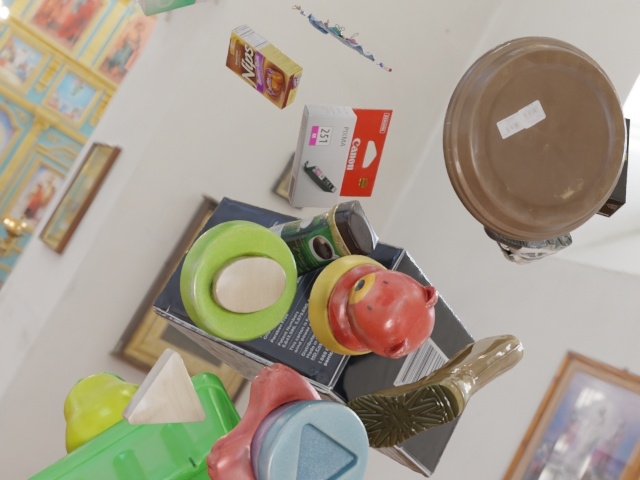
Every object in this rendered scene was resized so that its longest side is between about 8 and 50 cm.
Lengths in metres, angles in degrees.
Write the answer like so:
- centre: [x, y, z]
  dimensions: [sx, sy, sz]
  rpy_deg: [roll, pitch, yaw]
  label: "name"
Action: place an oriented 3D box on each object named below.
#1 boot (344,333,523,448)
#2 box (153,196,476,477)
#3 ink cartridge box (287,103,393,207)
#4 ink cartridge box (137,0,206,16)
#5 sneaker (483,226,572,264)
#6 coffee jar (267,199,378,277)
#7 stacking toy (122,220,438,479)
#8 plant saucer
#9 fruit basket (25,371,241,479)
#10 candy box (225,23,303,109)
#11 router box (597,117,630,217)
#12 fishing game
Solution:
- centre: [0.193, 0.248, 1.327]
  dimensions: [0.236, 0.089, 0.270]
  rpy_deg: [-19, 1, 34]
  label: "boot"
- centre: [0.012, 0.193, 1.607]
  dimensions: [0.472, 0.297, 0.480]
  rpy_deg: [16, -22, 38]
  label: "box"
- centre: [0.054, -0.210, 2.028]
  dimensions: [0.239, 0.275, 0.060]
  rpy_deg: [0, 36, -17]
  label: "ink cartridge box"
- centre: [-0.253, -0.536, 1.464]
  dimensions: [0.056, 0.181, 0.224]
  rpy_deg: [58, -24, 24]
  label: "ink cartridge box"
- centre: [0.530, 0.010, 2.128]
  dimensions: [0.331, 0.122, 0.146]
  rpy_deg: [9, -39, -39]
  label: "sneaker"
- centre: [0.000, 0.000, 1.323]
  dimensions: [0.185, 0.079, 0.096]
  rpy_deg: [-18, -67, 26]
  label: "coffee jar"
- centre: [-0.027, 0.134, 0.839]
  dimensions: [0.280, 0.308, 0.130]
  rpy_deg: [29, -11, -31]
  label: "stacking toy"
- centre: [0.297, -0.135, 1.059]
  dimensions: [0.278, 0.277, 0.041]
  rpy_deg: [32, -4, -16]
  label: "plant saucer"
- centre: [-0.290, 0.371, 1.256]
  dimensions: [0.392, 0.392, 0.282]
  rpy_deg: [13, -48, 60]
  label: "fruit basket"
- centre: [-0.134, -0.404, 1.843]
  dimensions: [0.187, 0.053, 0.109]
  rpy_deg: [41, -36, 16]
  label: "candy box"
- centre: [0.557, -0.213, 1.841]
  dimensions: [0.309, 0.242, 0.081]
  rpy_deg: [17, -27, -3]
  label: "router box"
- centre: [0.053, -0.470, 1.809]
  dimensions: [0.264, 0.041, 0.189]
  rpy_deg: [31, 11, -11]
  label: "fishing game"
